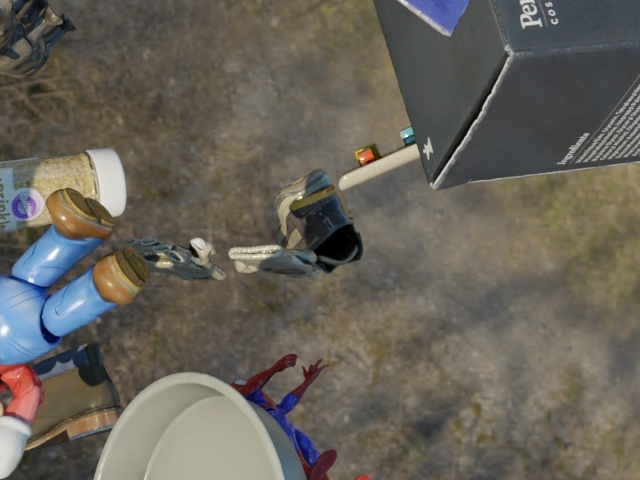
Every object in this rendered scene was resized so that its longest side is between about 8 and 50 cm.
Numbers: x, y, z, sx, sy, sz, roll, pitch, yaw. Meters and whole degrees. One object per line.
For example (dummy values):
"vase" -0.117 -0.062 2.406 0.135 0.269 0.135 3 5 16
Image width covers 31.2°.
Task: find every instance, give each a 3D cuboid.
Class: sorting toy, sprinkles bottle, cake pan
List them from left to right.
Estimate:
"sprinkles bottle" -0.510 -0.075 1.915 0.355 0.121 0.121 -10 97 -25
"cake pan" -0.110 0.268 1.045 0.054 0.293 0.293 11 80 -43
"sorting toy" 0.107 -0.134 1.724 0.196 0.348 0.047 -58 124 -83

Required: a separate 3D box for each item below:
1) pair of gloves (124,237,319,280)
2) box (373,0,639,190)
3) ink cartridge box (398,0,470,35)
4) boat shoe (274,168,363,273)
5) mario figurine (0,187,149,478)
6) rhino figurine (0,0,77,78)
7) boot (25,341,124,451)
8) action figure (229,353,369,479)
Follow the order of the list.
"pair of gloves" -0.127 0.023 1.588 0.204 0.240 0.042 25 66 -68
"box" 0.316 -0.350 1.332 0.472 0.297 0.480 -9 67 -15
"ink cartridge box" 0.005 -0.286 0.636 0.303 0.072 0.307 36 37 -6
"boat shoe" 0.000 0.000 2.008 0.130 0.132 0.355 57 -3 17
"mario figurine" -0.327 0.099 1.119 0.170 0.320 0.198 39 14 -40
"rhino figurine" -0.346 -0.230 1.278 0.073 0.243 0.106 45 93 -4
"boot" -0.327 0.195 1.389 0.082 0.219 0.106 -1 75 -58
"action figure" -0.023 0.196 1.355 0.139 0.280 0.091 -51 122 -10
